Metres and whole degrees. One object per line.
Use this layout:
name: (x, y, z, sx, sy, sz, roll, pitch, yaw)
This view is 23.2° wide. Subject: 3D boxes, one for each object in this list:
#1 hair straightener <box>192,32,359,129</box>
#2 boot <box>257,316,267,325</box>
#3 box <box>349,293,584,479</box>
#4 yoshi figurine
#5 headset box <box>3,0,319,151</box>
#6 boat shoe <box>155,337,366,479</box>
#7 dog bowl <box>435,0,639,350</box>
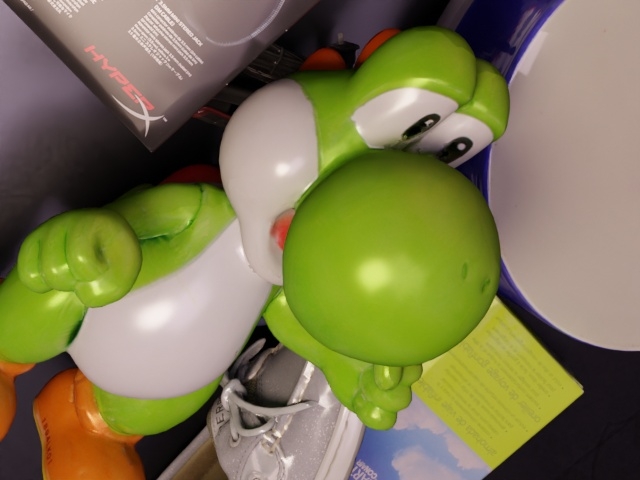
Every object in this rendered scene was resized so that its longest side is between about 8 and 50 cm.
hair straightener: (-0.013, -0.094, 0.970, 0.230, 0.047, 0.089, 23, 105, -15)
boot: (0.000, 0.000, 0.964, 0.190, 0.069, 0.086, -11, 134, 28)
box: (0.079, 0.121, 1.071, 0.178, 0.042, 0.109, -42, 113, 6)
yoshi figurine: (-0.046, 0.035, 0.832, 0.362, 0.203, 0.203, -36, 85, 23)
headset box: (-0.055, -0.229, 0.832, 0.293, 0.110, 0.218, -41, 104, 12)
boat shoe: (-0.062, 0.153, 0.996, 0.103, 0.118, 0.320, 25, 123, -15)
dog bowl: (0.193, -0.070, 0.961, 0.265, 0.104, 0.264, -7, 111, -20)
